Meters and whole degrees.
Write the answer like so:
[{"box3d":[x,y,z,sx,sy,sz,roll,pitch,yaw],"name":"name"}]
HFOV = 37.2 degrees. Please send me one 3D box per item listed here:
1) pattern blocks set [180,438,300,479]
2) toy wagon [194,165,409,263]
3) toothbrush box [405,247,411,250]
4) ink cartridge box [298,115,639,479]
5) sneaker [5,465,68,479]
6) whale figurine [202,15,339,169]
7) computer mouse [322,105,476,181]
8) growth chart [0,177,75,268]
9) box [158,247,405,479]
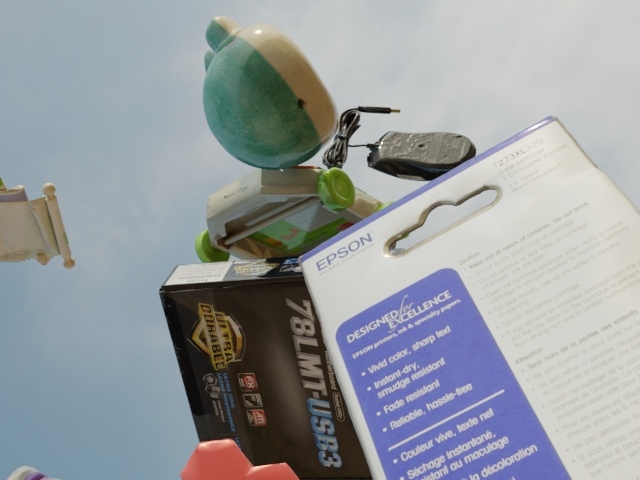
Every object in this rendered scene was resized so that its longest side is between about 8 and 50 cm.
[{"box3d":[0.000,0.265,0.468,0.285,0.324,0.026,-55,-28,-25],"name":"pattern blocks set"},{"box3d":[0.000,0.000,1.365,0.344,0.267,0.068,25,-126,-40],"name":"toy wagon"},{"box3d":[0.105,0.142,1.555,0.295,0.126,0.216,-14,-106,-13],"name":"toothbrush box"},{"box3d":[0.114,0.096,0.431,0.175,0.371,0.069,-29,-48,7],"name":"ink cartridge box"},{"box3d":[-0.285,0.366,1.047,0.095,0.104,0.236,-44,-49,-77],"name":"sneaker"},{"box3d":[-0.093,-0.176,1.198,0.141,0.272,0.216,-41,-61,-11],"name":"whale figurine"},{"box3d":[0.144,-0.167,1.664,0.184,0.262,0.060,-76,-18,-45],"name":"computer mouse"},{"box3d":[-0.427,-0.025,1.160,0.237,0.021,0.172,2,-43,-7],"name":"growth chart"},{"box3d":[-0.022,0.162,1.170,0.073,0.293,0.296,-63,-33,-62],"name":"box"}]
